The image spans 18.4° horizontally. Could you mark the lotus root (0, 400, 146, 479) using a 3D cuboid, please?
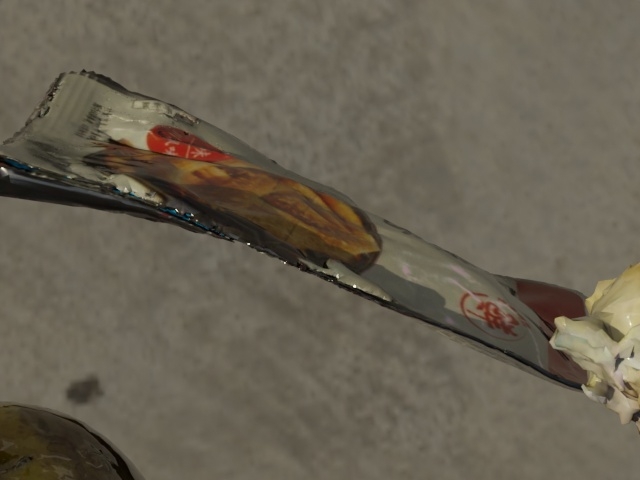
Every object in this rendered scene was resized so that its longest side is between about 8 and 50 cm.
[{"bbox_3d":[-0.085,0.120,0.544,0.120,0.120,0.209,-12,140,-2],"label":"lotus root"}]

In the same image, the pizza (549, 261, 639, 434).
[{"bbox_3d":[0.133,0.000,0.270,0.185,0.052,0.195,7,160,-3],"label":"pizza"}]

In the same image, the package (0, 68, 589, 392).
[{"bbox_3d":[0.000,0.000,0.727,0.239,0.154,0.030,24,104,-4],"label":"package"}]
